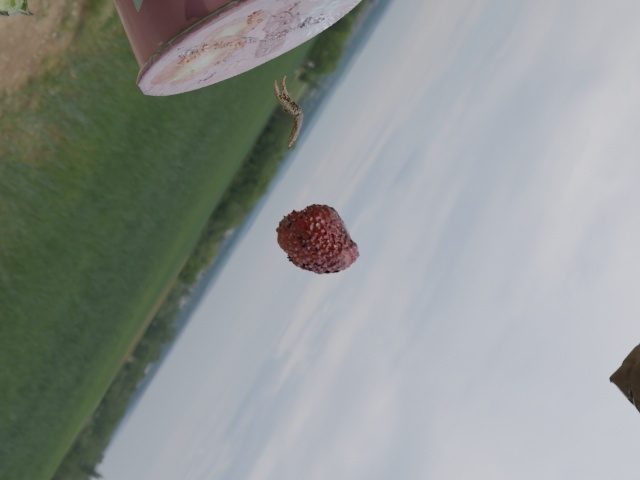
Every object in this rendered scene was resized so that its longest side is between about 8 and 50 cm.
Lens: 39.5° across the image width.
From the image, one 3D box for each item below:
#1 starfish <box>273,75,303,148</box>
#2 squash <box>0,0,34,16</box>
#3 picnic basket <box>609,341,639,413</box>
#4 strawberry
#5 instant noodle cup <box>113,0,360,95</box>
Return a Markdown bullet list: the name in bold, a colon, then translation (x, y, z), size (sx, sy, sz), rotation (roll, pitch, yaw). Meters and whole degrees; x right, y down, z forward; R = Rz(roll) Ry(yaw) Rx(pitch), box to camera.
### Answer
- **starfish**: translation (-0.050, -0.218, 1.629), size (0.133, 0.041, 0.130), rotation (70, 7, -55)
- **squash**: translation (-0.283, -0.196, 0.508), size (0.169, 0.252, 0.093), rotation (-5, -92, 63)
- **picnic basket**: translation (0.642, 0.204, 1.277), size (0.337, 0.293, 0.337), rotation (-9, -103, 43)
- **strawberry**: translation (0.000, 0.000, 1.031), size (0.083, 0.096, 0.083), rotation (-38, 142, -38)
- **instant noodle cup**: translation (-0.104, -0.285, 0.807), size (0.243, 0.231, 0.243), rotation (-26, -179, 1)
